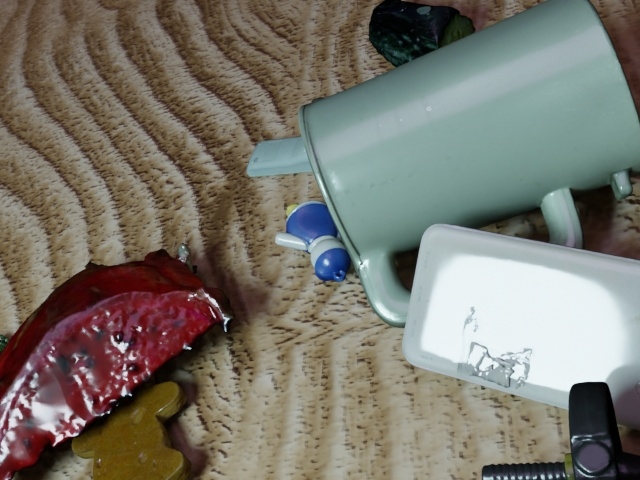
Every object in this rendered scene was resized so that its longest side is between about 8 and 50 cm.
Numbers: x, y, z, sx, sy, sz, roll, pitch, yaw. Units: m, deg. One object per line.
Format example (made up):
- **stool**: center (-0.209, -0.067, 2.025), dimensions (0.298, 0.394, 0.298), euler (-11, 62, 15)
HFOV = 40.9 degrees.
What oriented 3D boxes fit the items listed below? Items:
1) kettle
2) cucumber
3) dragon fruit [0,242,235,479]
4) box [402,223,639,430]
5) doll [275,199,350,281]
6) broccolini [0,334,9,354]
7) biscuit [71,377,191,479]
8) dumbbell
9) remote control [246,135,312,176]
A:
- **kettle**: center (0.166, -0.085, 0.920), dimensions (0.318, 0.265, 0.205), euler (-20, 11, 10)
- **cucumber**: center (0.141, -0.291, 1.193), dimensions (0.115, 0.085, 0.193), euler (-40, 37, -8)
- **dragon fruit**: center (-0.291, 0.110, 1.001), dimensions (0.343, 0.100, 0.282), euler (-39, 29, -9)
- **box**: center (0.211, 0.075, 0.765), dimensions (0.285, 0.044, 0.142), euler (13, 96, 31)
- **doll**: center (0.000, 0.000, 1.002), dimensions (0.099, 0.057, 0.143), euler (-15, 42, -14)
- **broccolini**: center (-0.409, 0.174, 1.085), dimensions (0.035, 0.030, 0.140), euler (-1, 43, -22)
- **biscuit**: center (-0.205, 0.205, 0.932), dimensions (0.138, 0.031, 0.205), euler (-31, 41, 1)
- **dumbbell**: center (0.279, 0.168, 0.623), dimensions (0.325, 0.143, 0.143), euler (-8, 46, 21)
- **remote control**: center (-0.024, -0.119, 1.148), dimensions (0.162, 0.029, 0.061), euler (-3, 47, 26)
